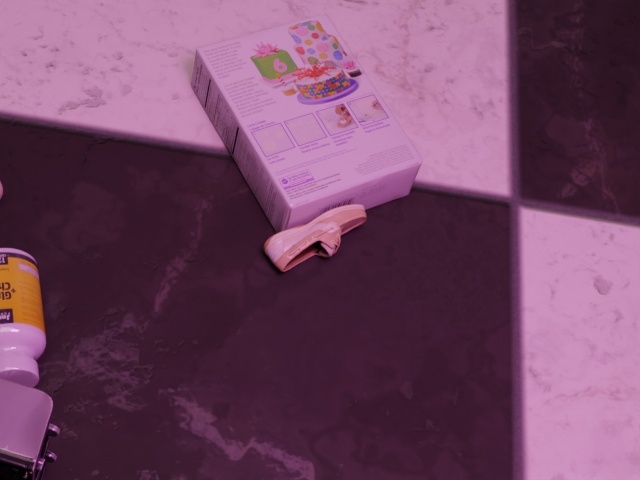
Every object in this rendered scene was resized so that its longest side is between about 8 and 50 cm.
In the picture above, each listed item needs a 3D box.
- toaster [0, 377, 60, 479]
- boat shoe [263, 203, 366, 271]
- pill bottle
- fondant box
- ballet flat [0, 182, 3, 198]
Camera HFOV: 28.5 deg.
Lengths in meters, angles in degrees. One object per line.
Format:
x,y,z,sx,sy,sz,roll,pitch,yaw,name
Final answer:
-0.425,0.252,1.572,0.186,0.168,0.110,17,53,-2,toaster
0.000,0.000,1.894,0.170,0.063,0.059,-24,67,-15,boat shoe
-0.425,0.110,1.701,0.103,0.103,0.184,-5,58,-15,pill bottle
-0.026,-0.187,1.988,0.238,0.096,0.330,-19,64,-23,fondant box
-0.544,-0.146,1.869,0.086,0.086,0.248,-23,66,-25,ballet flat
